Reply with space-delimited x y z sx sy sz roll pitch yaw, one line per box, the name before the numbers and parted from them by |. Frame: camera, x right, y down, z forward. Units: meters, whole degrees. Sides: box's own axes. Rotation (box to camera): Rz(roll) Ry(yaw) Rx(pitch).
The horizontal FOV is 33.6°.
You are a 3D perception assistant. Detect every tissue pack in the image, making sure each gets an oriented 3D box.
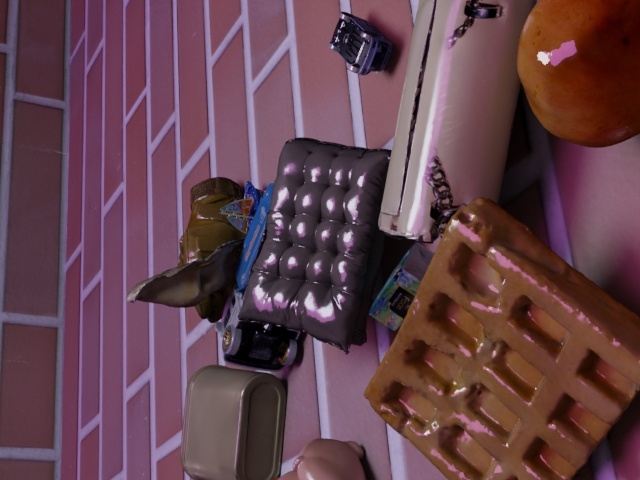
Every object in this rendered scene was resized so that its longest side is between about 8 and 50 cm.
tissue pack | 0.140 0.077 1.622 0.111 0.079 0.085 -58 -1 38

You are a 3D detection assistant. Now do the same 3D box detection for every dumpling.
dumpling | -0.217 0.064 2.041 0.166 0.332 0.086 -21 95 33

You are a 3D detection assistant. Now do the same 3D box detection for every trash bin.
trash bin | -0.172 0.370 2.101 0.247 0.121 0.243 -10 74 58

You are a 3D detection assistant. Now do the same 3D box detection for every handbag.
handbag | 0.189 -0.170 1.447 0.237 0.160 0.358 -59 -21 -87

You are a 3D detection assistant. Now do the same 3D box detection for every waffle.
waffle | 0.216 0.162 1.284 0.304 0.077 0.348 39 125 24

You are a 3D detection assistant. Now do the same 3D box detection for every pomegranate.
pomegranate | 0.321 -0.210 1.205 0.209 0.209 0.209 -28 57 58

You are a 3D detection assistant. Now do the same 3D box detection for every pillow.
pillow | 0.000 0.000 1.712 0.228 0.101 0.326 12 90 34

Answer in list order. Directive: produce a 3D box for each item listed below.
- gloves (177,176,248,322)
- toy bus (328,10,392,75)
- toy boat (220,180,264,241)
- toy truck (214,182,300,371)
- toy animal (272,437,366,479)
gloves | -0.232 0.015 2.287 0.141 0.154 0.331 132 145 -51
toy bus | 0.075 -0.346 1.871 0.073 0.076 0.167 -68 28 23
toy boat | -0.154 -0.053 2.195 0.091 0.110 0.175 130 142 -49
toy truck | -0.076 0.062 1.975 0.175 0.146 0.367 -113 43 -58
toy animal | -0.010 0.428 1.729 0.197 0.171 0.171 -56 35 27
